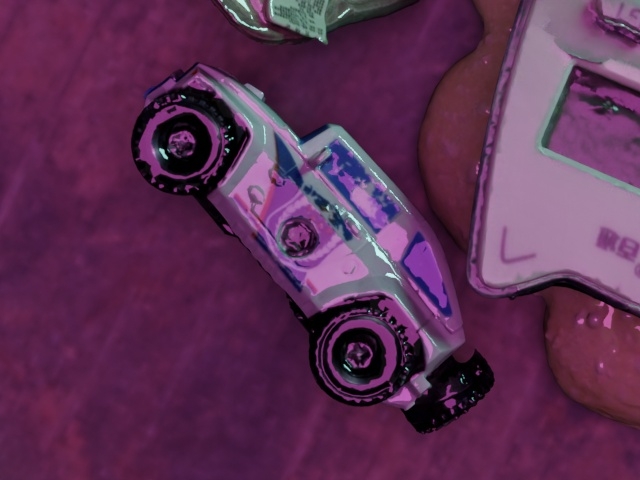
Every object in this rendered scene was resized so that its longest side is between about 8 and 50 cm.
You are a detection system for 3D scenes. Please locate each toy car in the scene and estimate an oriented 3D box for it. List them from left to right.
[{"bbox_3d":[0.000,0.000,0.708,0.070,0.080,0.170,-41,91,0],"label":"toy car"}]

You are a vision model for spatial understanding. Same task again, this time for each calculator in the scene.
[{"bbox_3d":[0.164,-0.079,0.677,0.177,0.040,0.268,24,90,-1],"label":"calculator"}]

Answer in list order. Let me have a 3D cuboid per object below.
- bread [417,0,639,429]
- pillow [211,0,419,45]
[{"bbox_3d":[0.194,-0.056,0.724,0.316,0.054,0.316,0,92,1],"label":"bread"},{"bbox_3d":[-0.039,-0.180,0.697,0.131,0.038,0.232,-29,90,-45],"label":"pillow"}]
